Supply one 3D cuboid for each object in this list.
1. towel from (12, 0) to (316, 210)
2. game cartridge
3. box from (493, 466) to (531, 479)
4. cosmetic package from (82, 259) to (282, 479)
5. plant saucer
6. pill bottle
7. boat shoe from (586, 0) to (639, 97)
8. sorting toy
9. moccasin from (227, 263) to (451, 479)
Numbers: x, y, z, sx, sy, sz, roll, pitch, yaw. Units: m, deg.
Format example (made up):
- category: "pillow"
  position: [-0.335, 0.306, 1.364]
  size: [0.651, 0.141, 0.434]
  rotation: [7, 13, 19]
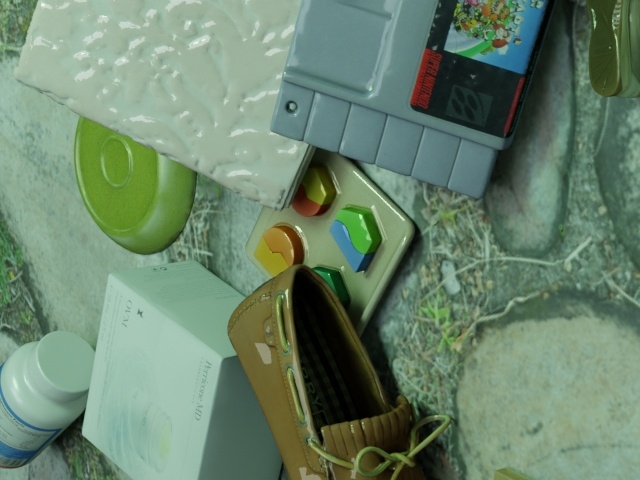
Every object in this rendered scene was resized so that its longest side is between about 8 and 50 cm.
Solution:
- category: "towel"
  position: [-0.127, -0.228, 1.588]
  size: [0.332, 0.053, 0.317]
  rotation: [27, 118, 4]
- category: "game cartridge"
  position: [0.102, -0.232, 1.420]
  size: [0.230, 0.068, 0.355]
  rotation: [20, 113, 12]
- category: "box"
  position: [0.227, 0.325, 1.457]
  size: [0.201, 0.021, 0.164]
  rotation: [21, 110, 56]
- category: "cosmetic package"
  position: [-0.151, 0.175, 1.791]
  size: [0.225, 0.138, 0.224]
  rotation: [31, 118, 39]
- category: "plant saucer"
  position: [-0.244, -0.099, 1.923]
  size: [0.241, 0.037, 0.241]
  rotation: [11, 105, 47]
- category: "pill bottle"
  position: [-0.386, 0.211, 2.066]
  size: [0.221, 0.124, 0.124]
  rotation: [-42, 65, 42]
- category: "boat shoe"
  position: [0.268, -0.202, 1.343]
  size: [0.056, 0.048, 0.153]
  rotation: [-1, 89, 60]
- category: "sorting toy"
  position: [0.000, 0.000, 1.668]
  size: [0.208, 0.038, 0.193]
  rotation: [49, 129, 31]
- category: "moccasin"
  position: [0.042, 0.202, 1.583]
  size: [0.147, 0.139, 0.380]
  rotation: [-41, 66, 46]
